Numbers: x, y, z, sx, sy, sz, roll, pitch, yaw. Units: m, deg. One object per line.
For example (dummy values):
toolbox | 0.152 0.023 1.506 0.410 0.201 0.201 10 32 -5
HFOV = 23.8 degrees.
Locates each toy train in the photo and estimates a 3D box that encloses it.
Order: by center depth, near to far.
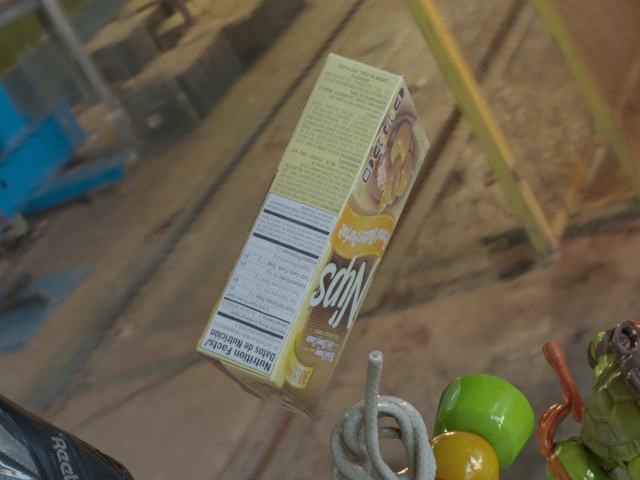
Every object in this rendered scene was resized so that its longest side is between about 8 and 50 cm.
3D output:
toy train | 0.058 0.109 0.675 0.105 0.248 0.143 10 36 20

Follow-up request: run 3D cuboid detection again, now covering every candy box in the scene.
candy box | 0.000 0.000 1.482 0.087 0.183 0.316 19 78 18

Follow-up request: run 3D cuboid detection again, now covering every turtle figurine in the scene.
turtle figurine | 0.188 0.069 0.792 0.217 0.087 0.269 -42 19 18

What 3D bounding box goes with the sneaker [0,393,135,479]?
sneaker | -0.151 0.117 0.672 0.107 0.283 0.124 -49 -17 25
